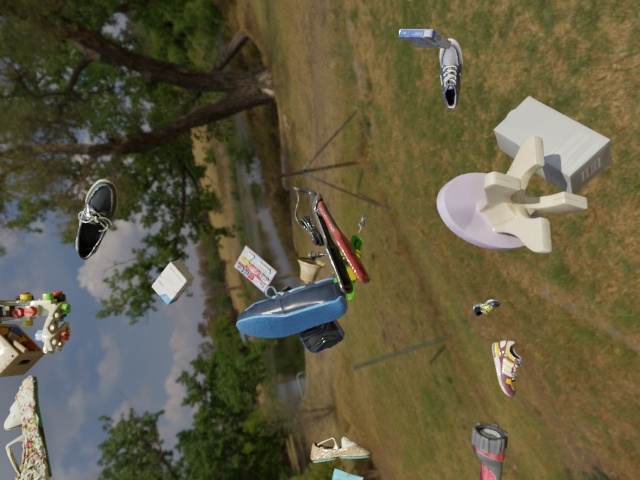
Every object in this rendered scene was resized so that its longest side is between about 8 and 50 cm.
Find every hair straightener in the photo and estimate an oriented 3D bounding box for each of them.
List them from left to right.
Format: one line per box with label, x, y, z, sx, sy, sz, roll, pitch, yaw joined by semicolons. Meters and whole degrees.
hair straightener;0.000;0.000;0.881;0.047;0.089;0.231;-6;-119;-60

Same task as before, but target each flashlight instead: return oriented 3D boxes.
flashlight;0.496;0.706;1.421;0.103;0.103;0.304;10;103;33

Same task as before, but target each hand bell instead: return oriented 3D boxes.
hand bell;-0.063;0.203;2.025;0.126;0.126;0.242;-137;58;-71

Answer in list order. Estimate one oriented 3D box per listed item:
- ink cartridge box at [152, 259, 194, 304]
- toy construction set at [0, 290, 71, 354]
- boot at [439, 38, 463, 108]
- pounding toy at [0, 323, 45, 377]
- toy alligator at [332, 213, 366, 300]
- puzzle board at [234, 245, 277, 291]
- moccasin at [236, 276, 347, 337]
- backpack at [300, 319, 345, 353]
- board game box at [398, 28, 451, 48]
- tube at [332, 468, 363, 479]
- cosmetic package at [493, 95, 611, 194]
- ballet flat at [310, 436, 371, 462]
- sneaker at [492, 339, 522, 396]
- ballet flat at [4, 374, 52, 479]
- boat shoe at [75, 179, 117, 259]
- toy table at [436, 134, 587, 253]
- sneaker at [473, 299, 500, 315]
ink cartridge box;-0.494;0.140;1.592;0.088;0.122;0.052;46;-159;10
toy construction set;-0.866;0.219;1.368;0.215;0.327;0.151;-66;-12;-87
boot;0.393;-0.496;1.415;0.086;0.069;0.190;-71;-30;-45
pounding toy;-0.738;0.255;1.125;0.130;0.100;0.141;41;170;8
toy alligator;0.057;0.029;0.979;0.056;0.051;0.190;107;174;-73
puzzle board;-0.204;0.090;1.469;0.128;0.011;0.096;39;124;8
moccasin;-0.077;0.192;1.345;0.138;0.341;0.117;58;-154;-43
backpack;0.005;0.285;1.443;0.098;0.120;0.101;58;-172;3
board game box;0.246;-0.473;1.110;0.090;0.090;0.020;23;107;41
tube;0.029;0.596;0.992;0.052;0.080;0.207;48;-128;-40
cosmetic package;0.555;-0.232;1.146;0.107;0.127;0.238;42;-172;-49
ballet flat;0.061;0.669;1.521;0.073;0.206;0.067;37;-138;-66
sneaker;0.642;0.432;1.596;0.083;0.069;0.186;-19;80;35
ballet flat;-0.649;0.425;1.040;0.091;0.077;0.241;-21;79;53
boat shoe;-0.684;-0.060;1.433;0.255;0.095;0.079;-60;29;14
toy table;0.414;-0.080;1.019;0.161;0.274;0.252;146;120;-64
sneaker;0.477;0.196;1.353;0.083;0.031;0.035;-29;30;40
